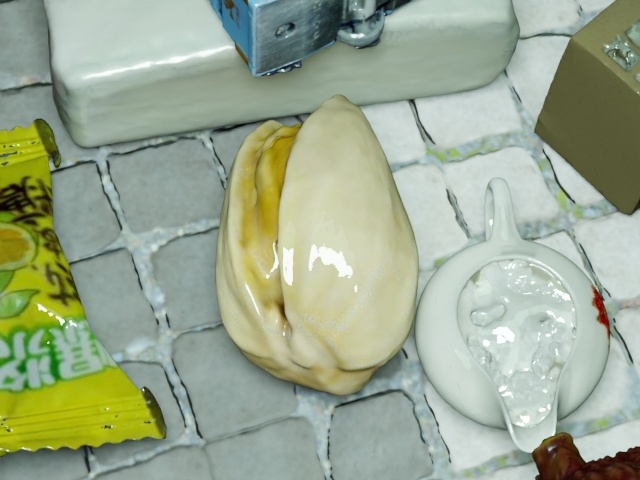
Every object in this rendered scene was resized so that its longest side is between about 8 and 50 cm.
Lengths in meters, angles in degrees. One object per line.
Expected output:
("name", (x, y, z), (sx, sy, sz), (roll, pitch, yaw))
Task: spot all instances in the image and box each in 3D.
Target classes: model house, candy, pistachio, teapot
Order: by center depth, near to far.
("candy", (-0.243, 0.035, 1.293), (0.187, 0.081, 0.297), (-8, 55, -26))
("pistachio", (0.000, 0.000, 1.298), (0.157, 0.157, 0.230), (-2, 64, -4))
("teapot", (0.140, 0.061, 1.304), (0.145, 0.092, 0.226), (-4, 65, -8))
("model house", (0.318, -0.140, 1.354), (0.248, 0.181, 0.176), (-40, 75, -17))
("candy", (-0.043, -0.201, 1.381), (0.358, 0.145, 0.208), (-10, 66, -8))

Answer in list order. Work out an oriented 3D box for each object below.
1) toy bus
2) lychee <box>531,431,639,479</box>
("toy bus", (0.052, -0.239, 1.270), (0.297, 0.106, 0.131), (-30, 67, -16))
("lychee", (0.214, 0.251, 1.149), (0.236, 0.236, 0.271), (-33, 82, -16))
